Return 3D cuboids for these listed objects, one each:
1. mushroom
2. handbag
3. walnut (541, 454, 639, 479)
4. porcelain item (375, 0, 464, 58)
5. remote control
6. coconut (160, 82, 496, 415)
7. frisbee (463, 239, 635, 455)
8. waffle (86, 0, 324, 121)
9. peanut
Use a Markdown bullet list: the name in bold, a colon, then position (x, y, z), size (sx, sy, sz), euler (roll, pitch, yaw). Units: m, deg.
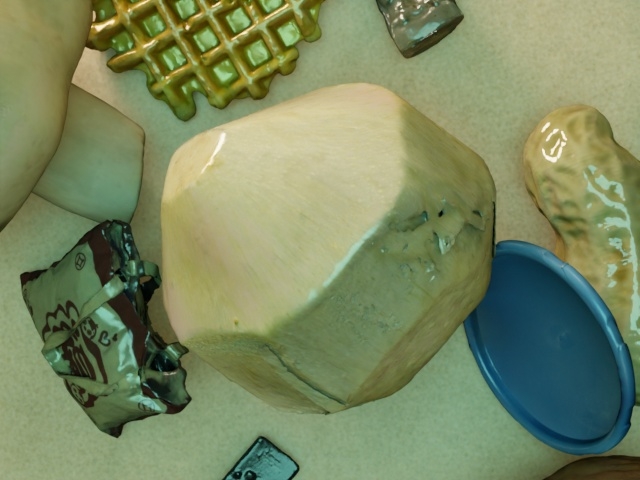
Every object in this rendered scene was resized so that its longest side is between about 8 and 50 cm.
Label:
- **mushroom**: position (-0.344, -0.152, 1.296), size (0.353, 0.353, 0.325), euler (9, 120, 3)
- **handbag**: position (-0.223, 0.100, 1.363), size (0.127, 0.235, 0.213), euler (-24, 89, -37)
- **walnut**: position (0.275, 0.387, 1.301), size (0.344, 0.306, 0.306), euler (-28, 90, 0)
- **porcelain item**: position (0.067, -0.307, 1.398), size (0.081, 0.069, 0.215), euler (-33, 85, 8)
- **remote control**: position (-0.121, 0.326, 1.445), size (0.063, 0.025, 0.245), euler (41, 93, 0)
- **coconut**: position (0.000, 0.000, 1.259), size (0.353, 0.352, 0.352), euler (0, 92, 3)
- **frisbee**: position (0.238, 0.107, 1.334), size (0.045, 0.242, 0.242), euler (-27, 91, -28)
- **waffle**: position (-0.125, -0.282, 1.393), size (0.283, 0.065, 0.309), euler (17, 97, 5)
- **peanut**: position (0.305, 0.014, 1.359), size (0.153, 0.140, 0.325), euler (-22, 89, 20)
